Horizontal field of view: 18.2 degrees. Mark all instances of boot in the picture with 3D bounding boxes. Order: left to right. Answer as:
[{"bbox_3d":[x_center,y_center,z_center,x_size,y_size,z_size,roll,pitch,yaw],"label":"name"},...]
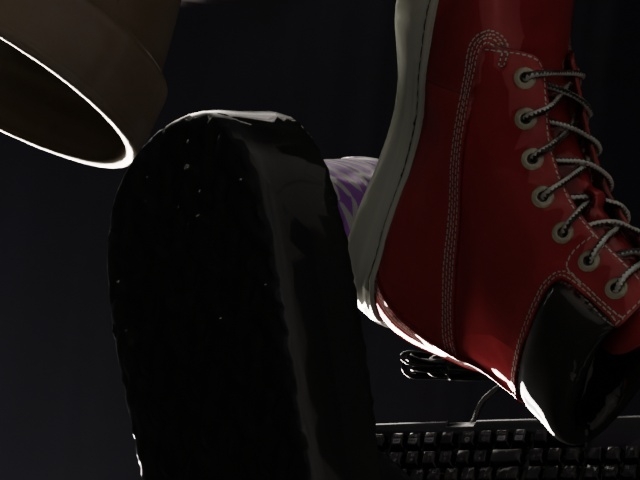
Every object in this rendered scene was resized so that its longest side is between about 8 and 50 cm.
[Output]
[{"bbox_3d":[0.108,-0.044,0.861,0.088,0.244,0.176,-4,-155,-39],"label":"boot"}]

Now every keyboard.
[{"bbox_3d":[0.096,0.140,1.367,0.317,0.201,0.033,-4,133,28],"label":"keyboard"}]

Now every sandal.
[{"bbox_3d":[0.011,0.160,0.821,0.107,0.446,0.167,2,165,-38],"label":"sandal"}]

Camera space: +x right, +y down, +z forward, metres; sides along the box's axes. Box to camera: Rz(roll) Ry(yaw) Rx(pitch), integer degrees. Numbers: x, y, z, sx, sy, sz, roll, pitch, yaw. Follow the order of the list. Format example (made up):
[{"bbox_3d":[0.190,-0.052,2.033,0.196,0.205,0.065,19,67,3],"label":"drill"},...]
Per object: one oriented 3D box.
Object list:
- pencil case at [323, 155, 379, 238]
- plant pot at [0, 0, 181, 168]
[{"bbox_3d":[0.000,0.000,1.080,0.086,0.088,0.206,-26,178,19],"label":"pencil case"},{"bbox_3d":[-0.225,-0.257,1.583,0.323,0.280,0.323,26,168,6],"label":"plant pot"}]
